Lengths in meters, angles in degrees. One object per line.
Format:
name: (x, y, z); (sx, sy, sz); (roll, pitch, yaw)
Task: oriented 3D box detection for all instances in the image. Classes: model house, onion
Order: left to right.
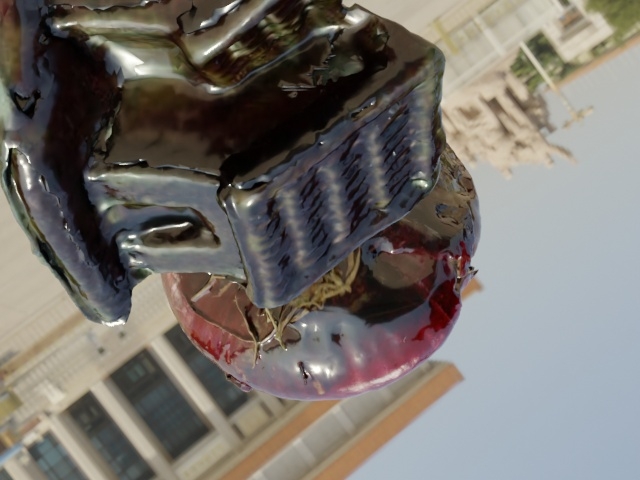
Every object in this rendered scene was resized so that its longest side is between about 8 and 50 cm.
model house: (-0.031, -0.050, 0.353); (0.152, 0.106, 0.165); (0, 148, 9)
onion: (0.000, 0.000, 0.915); (0.314, 0.314, 0.232); (-37, 160, -3)
